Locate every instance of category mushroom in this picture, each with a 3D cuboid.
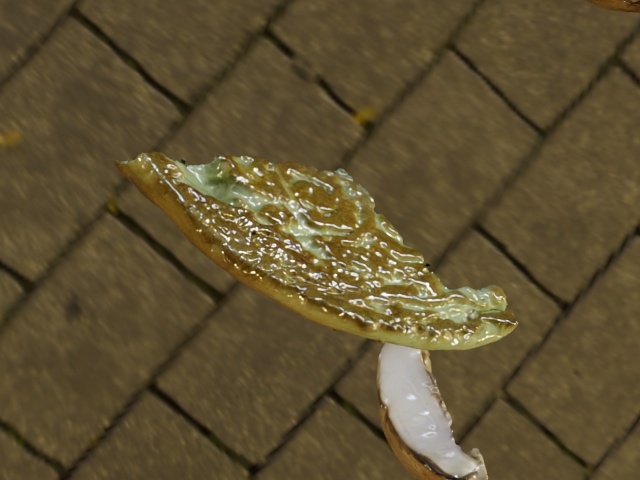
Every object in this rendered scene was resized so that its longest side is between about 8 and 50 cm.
[{"bbox_3d":[0.099,0.181,1.685,0.072,0.209,0.094,-21,135,-4],"label":"mushroom"}]

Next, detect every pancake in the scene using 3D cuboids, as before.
[{"bbox_3d":[-0.003,0.004,1.515,0.377,0.197,0.054,29,128,-7],"label":"pancake"}]

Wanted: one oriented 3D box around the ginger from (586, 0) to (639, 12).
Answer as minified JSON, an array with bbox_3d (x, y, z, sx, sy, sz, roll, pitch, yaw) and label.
[{"bbox_3d":[0.286,-0.192,1.200,0.309,0.133,0.107,13,120,2],"label":"ginger"}]
